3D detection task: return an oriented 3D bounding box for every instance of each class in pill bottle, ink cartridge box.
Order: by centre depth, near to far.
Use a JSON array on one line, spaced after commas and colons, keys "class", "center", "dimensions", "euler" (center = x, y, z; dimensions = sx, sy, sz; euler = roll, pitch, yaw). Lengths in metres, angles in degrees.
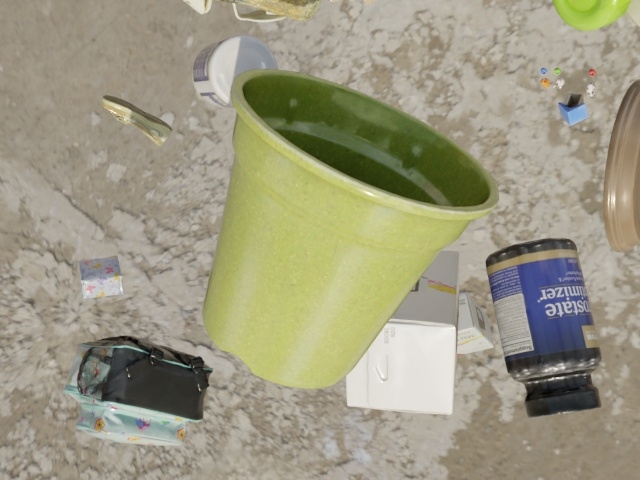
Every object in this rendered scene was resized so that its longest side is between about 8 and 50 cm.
[{"class": "pill bottle", "center": [0.297, 0.116, 0.991], "dimensions": [0.122, 0.123, 0.219], "euler": [-4, 75, -18]}, {"class": "pill bottle", "center": [-0.127, -0.232, 1.052], "dimensions": [0.094, 0.169, 0.094], "euler": [-4, 101, -21]}, {"class": "ink cartridge box", "center": [0.138, 0.140, 1.221], "dimensions": [0.168, 0.233, 0.171], "euler": [2, 117, 11]}, {"class": "ink cartridge box", "center": [0.248, 0.168, 1.449], "dimensions": [0.127, 0.175, 0.072], "euler": [-16, 65, 19]}]

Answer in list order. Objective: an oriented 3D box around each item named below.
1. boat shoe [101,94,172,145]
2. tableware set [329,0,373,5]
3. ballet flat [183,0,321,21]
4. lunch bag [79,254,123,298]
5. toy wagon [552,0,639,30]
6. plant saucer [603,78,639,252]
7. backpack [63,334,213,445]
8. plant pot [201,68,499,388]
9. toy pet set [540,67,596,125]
[{"class": "boat shoe", "center": [-0.361, -0.232, 1.467], "dimensions": [0.153, 0.056, 0.048], "euler": [23, 105, -44]}, {"class": "tableware set", "center": [0.081, -0.517, 1.415], "dimensions": [0.141, 0.169, 0.020], "euler": [-11, 45, -19]}, {"class": "ballet flat", "center": [-0.166, -0.449, 1.331], "dimensions": [0.348, 0.123, 0.123], "euler": [6, 83, -9]}, {"class": "lunch bag", "center": [-0.384, 0.060, 1.320], "dimensions": [0.071, 0.083, 0.053], "euler": [-7, 127, -19]}, {"class": "toy wagon", "center": [0.288, -0.201, 0.538], "dimensions": [0.267, 0.068, 0.344], "euler": [-24, 60, -27]}, {"class": "plant saucer", "center": [0.512, -0.116, 1.203], "dimensions": [0.277, 0.041, 0.278], "euler": [-17, 112, -52]}, {"class": "backpack", "center": [-0.261, 0.204, 1.042], "dimensions": [0.165, 0.188, 0.145], "euler": [19, 82, -39]}, {"class": "plant pot", "center": [0.000, 0.000, 0.775], "dimensions": [0.276, 0.276, 0.254], "euler": [17, 117, -16]}, {"class": "toy pet set", "center": [0.549, -0.320, 1.681], "dimensions": [0.065, 0.122, 0.114], "euler": [-61, 141, -26]}]
